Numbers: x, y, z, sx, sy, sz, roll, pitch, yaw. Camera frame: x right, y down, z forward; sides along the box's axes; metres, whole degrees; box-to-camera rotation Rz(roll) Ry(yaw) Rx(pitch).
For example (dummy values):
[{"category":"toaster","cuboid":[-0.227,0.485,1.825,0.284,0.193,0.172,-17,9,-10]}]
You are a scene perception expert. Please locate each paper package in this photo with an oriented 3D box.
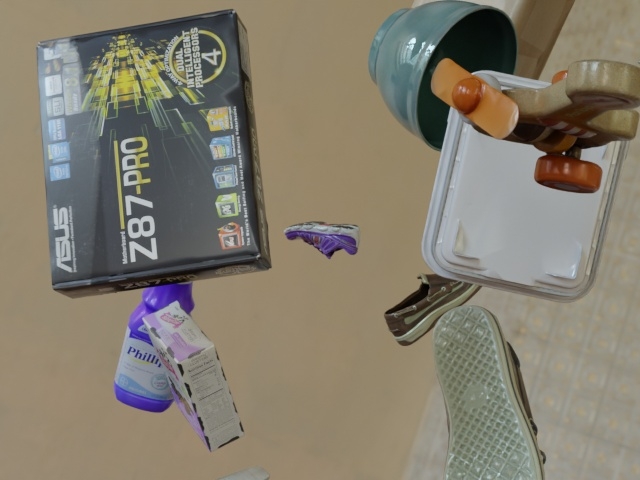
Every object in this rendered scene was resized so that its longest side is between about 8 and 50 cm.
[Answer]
[{"category":"paper package","cuboid":[0.337,-0.444,2.571,0.168,0.325,0.309,13,15,-44]}]

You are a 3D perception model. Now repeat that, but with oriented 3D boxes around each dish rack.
[{"category":"dish rack","cuboid":[0.322,-0.080,1.847,0.285,0.333,0.072,12,6,0]}]

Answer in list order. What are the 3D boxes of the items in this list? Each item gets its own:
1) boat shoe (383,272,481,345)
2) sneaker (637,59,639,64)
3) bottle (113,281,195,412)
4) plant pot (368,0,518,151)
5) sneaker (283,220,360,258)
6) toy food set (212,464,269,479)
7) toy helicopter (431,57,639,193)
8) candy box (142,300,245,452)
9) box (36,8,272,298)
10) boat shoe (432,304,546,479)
[{"category":"boat shoe","cuboid":[0.240,0.104,2.471,0.095,0.257,0.095,53,-13,-16]},{"category":"sneaker","cuboid":[0.564,-0.234,1.988,0.075,0.161,0.057,-5,-10,14]},{"category":"bottle","cuboid":[-0.285,0.166,2.119,0.118,0.283,0.092,17,23,-2]},{"category":"plant pot","cuboid":[0.219,-0.346,2.345,0.196,0.293,0.293,32,0,38]},{"category":"sneaker","cuboid":[0.000,0.000,2.381,0.169,0.071,0.068,7,10,32]},{"category":"toy food set","cuboid":[-0.183,0.495,1.841,0.219,0.306,0.092,-16,38,-25]},{"category":"toy helicopter","cuboid":[0.259,-0.158,1.361,0.234,0.140,0.355,13,-5,-6]},{"category":"candy box","cuboid":[-0.210,0.224,1.985,0.165,0.070,0.196,40,-28,54]},{"category":"box","cuboid":[-0.252,-0.129,1.799,0.318,0.395,0.097,-8,-14,9]},{"category":"boat shoe","cuboid":[0.305,0.361,2.119,0.186,0.500,0.156,-18,-29,20]}]
